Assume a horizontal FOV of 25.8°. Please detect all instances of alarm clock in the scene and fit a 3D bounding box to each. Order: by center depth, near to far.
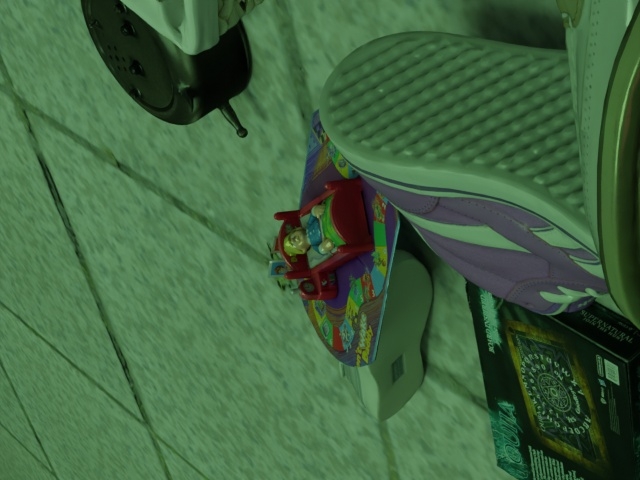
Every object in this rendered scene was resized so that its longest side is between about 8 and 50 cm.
[{"bbox_3d":[-0.123,-0.153,0.964,0.192,0.064,0.129,42,154,31],"label":"alarm clock"}]

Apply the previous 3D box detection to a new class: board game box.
[{"bbox_3d":[0.150,0.102,0.847,0.126,0.026,0.186,32,148,40],"label":"board game box"},{"bbox_3d":[0.000,0.000,0.882,0.133,0.033,0.168,-127,38,-50],"label":"board game box"}]

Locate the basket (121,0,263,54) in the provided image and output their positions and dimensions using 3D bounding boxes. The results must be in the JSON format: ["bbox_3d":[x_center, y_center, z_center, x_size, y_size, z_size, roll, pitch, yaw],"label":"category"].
[{"bbox_3d":[-0.069,-0.205,0.741,0.113,0.103,0.167,41,154,25],"label":"basket"}]

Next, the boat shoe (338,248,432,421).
[{"bbox_3d":[0.036,0.056,0.957,0.063,0.066,0.184,40,162,26],"label":"boat shoe"}]

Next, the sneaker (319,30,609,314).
[{"bbox_3d":[0.145,-0.010,0.656,0.282,0.102,0.161,24,162,39],"label":"sneaker"}]

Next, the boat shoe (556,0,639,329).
[{"bbox_3d":[0.131,-0.115,0.478,0.103,0.113,0.302,-129,35,-58],"label":"boat shoe"}]
